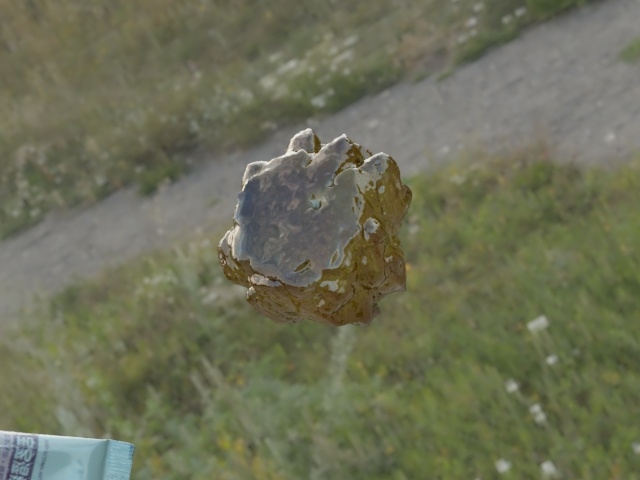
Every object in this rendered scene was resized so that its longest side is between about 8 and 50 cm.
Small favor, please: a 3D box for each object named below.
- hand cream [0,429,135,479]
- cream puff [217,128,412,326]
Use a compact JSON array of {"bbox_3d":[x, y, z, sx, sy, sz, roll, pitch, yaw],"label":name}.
[{"bbox_3d":[-0.296,0.152,1.091,0.058,0.331,0.085,142,139,-61],"label":"hand cream"},{"bbox_3d":[0.000,0.000,0.904,0.122,0.094,0.116,-29,59,8],"label":"cream puff"}]
